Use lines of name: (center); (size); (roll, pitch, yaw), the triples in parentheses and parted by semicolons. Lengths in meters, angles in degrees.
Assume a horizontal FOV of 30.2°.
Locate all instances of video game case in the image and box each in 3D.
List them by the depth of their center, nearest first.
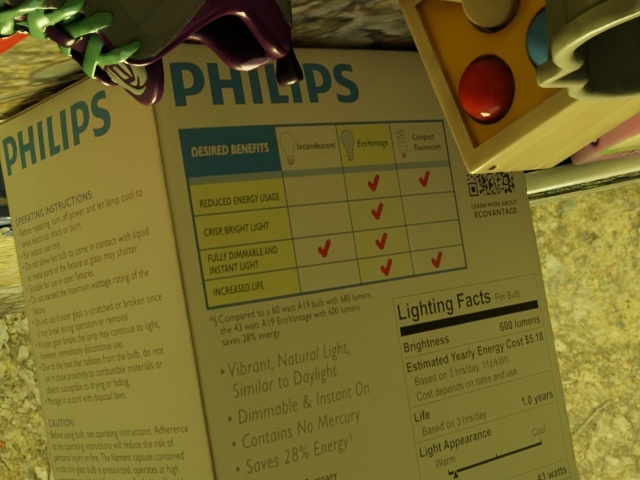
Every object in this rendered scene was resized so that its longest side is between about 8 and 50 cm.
video game case: (0.242, -0.057, 1.121); (0.190, 0.022, 0.173); (-12, 176, 25)

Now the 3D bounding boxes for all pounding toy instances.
pounding toy: (0.096, -0.118, 0.630); (0.100, 0.141, 0.130); (-7, 160, -42)

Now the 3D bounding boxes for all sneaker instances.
sneaker: (-0.101, -0.100, 0.450); (0.223, 0.098, 0.083); (-8, 175, -31)

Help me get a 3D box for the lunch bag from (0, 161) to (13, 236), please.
lunch bag: (-0.279, -0.035, 1.065); (0.067, 0.065, 0.098); (-13, 175, 25)

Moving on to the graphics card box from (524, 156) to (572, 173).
graphics card box: (0.205, -0.108, 1.119); (0.232, 0.094, 0.371); (-7, 175, -38)

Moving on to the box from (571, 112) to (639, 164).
box: (0.292, -0.140, 0.768); (0.213, 0.117, 0.243); (-10, 175, -9)

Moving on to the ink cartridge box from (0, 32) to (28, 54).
ink cartridge box: (-0.243, -0.086, 0.598); (0.224, 0.056, 0.181); (-4, 173, -42)

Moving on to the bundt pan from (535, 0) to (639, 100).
bundt pan: (0.230, -0.152, 0.430); (0.330, 0.124, 0.331); (-11, 176, -1)

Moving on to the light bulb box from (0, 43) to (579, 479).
light bulb box: (-0.018, 0.054, 0.909); (0.357, 0.361, 0.225); (-7, 176, -42)
